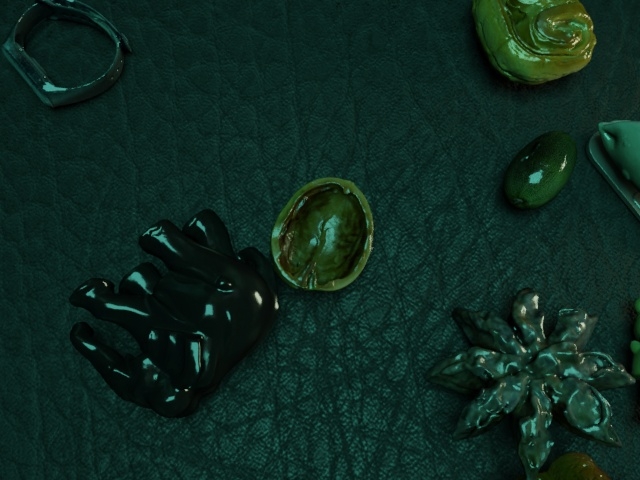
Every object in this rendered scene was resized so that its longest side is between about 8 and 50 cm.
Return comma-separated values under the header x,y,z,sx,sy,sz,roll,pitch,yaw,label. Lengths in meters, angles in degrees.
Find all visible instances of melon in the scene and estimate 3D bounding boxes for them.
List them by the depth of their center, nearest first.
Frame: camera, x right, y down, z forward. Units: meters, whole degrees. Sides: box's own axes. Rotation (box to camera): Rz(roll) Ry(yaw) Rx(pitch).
x,y,z,sx,sy,sz,roll,pitch,yaw,label
0.384,-0.124,1.212,0.099,0.099,0.162,38,74,8,melon

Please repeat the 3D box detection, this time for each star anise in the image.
x,y,z,sx,sy,sz,roll,pitch,yaw,label
0.330,0.206,1.100,0.332,0.117,0.331,-1,54,2,star anise

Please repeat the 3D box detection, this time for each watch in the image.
x,y,z,sx,sy,sz,roll,pitch,yaw,label
-0.470,-0.355,1.287,0.193,0.068,0.206,-40,83,-11,watch

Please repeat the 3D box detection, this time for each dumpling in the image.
x,y,z,sx,sy,sz,roll,pitch,yaw,label
0.576,-0.139,1.203,0.216,0.149,0.105,48,119,16,dumpling

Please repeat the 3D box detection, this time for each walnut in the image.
x,y,z,sx,sy,sz,roll,pitch,yaw,label
0.000,-0.001,1.190,0.167,0.087,0.211,30,70,-4,walnut

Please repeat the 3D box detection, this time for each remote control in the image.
x,y,z,sx,sy,sz,roll,pitch,yaw,label
0.567,-0.096,1.244,0.077,0.022,0.245,-33,80,-9,remote control

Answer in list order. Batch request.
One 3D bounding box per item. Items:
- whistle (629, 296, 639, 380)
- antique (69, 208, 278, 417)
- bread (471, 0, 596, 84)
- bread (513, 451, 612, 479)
x,y,z,sx,sy,sz,roll,pitch,yaw,label
0.559,0.196,1.145,0.105,0.085,0.227,11,76,3,whistle
-0.219,0.119,1.117,0.322,0.185,0.255,-40,79,-12,antique
0.380,-0.394,1.263,0.198,0.120,0.236,-15,77,-4,bread
0.371,0.452,1.048,0.232,0.135,0.246,33,94,-6,bread
